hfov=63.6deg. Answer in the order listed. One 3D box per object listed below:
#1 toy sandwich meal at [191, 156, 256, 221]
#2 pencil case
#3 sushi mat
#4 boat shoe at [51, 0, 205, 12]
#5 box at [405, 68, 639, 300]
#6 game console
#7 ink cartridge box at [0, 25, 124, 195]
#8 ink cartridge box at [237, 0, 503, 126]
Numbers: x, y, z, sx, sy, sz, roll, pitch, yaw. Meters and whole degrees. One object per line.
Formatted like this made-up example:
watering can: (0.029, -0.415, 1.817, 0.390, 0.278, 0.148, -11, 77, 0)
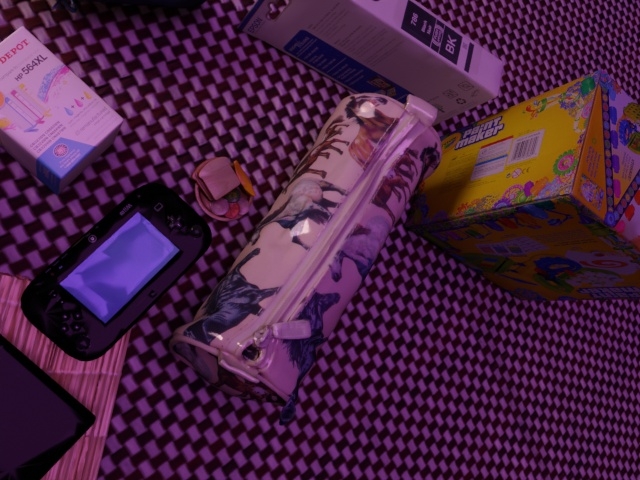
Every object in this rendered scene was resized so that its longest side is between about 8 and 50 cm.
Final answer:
toy sandwich meal: (-0.120, -0.066, 0.651, 0.085, 0.029, 0.086, 3, 83, -28)
pencil case: (0.000, 0.000, 0.624, 0.160, 0.183, 0.411, 41, 67, -18)
sushi mat: (-0.299, 0.198, 0.531, 0.151, 0.019, 0.317, 15, 77, -25)
boat shoe: (-0.247, -0.299, 0.581, 0.258, 0.089, 0.109, 3, 96, -33)
box: (0.336, -0.046, 0.748, 0.279, 0.290, 0.177, 30, 71, -23)
game console: (-0.273, 0.074, 0.525, 0.213, 0.044, 0.361, 47, 66, -14)
ink cartridge box: (-0.294, -0.134, 0.531, 0.143, 0.089, 0.092, 44, 67, -18)
ink cartridge box: (0.070, -0.265, 0.699, 0.332, 0.165, 0.065, 21, 75, -26)
